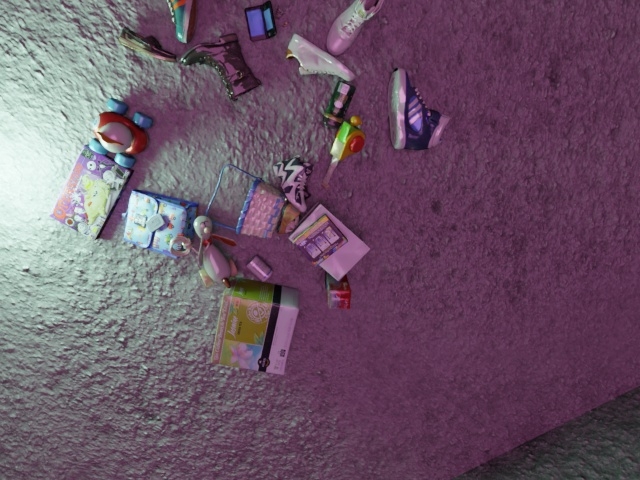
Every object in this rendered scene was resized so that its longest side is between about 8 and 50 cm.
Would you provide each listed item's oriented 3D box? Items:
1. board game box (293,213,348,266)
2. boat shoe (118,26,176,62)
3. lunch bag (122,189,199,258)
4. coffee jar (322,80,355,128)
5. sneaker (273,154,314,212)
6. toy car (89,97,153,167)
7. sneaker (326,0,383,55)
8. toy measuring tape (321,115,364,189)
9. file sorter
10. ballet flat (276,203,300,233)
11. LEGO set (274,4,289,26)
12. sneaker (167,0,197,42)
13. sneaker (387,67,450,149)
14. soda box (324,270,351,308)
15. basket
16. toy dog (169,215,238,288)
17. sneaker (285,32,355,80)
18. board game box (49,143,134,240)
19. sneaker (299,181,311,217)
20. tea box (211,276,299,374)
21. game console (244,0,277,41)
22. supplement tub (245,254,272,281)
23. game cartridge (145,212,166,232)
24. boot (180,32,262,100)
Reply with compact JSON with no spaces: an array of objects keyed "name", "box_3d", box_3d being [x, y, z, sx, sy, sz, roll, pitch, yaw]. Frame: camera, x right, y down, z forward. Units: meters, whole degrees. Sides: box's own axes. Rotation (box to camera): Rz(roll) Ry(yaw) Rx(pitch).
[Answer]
[{"name":"board game box","box_3d":[0.000,0.000,1.792,0.170,0.048,0.141,-38,102,9]},{"name":"boat shoe","box_3d":[-0.653,-0.744,1.709,0.224,0.080,0.073,20,109,-4]},{"name":"lunch bag","box_3d":[-0.686,-0.079,1.886,0.293,0.138,0.221,15,104,6]},{"name":"coffee jar","box_3d":[0.071,-0.537,1.798,0.079,0.096,0.184,22,104,-6]},{"name":"sneaker","box_3d":[-0.078,-0.244,1.838,0.153,0.094,0.235,-31,70,13]},{"name":"toy car","box_3d":[-0.789,-0.405,1.714,0.210,0.238,0.219,28,102,-10]},{"name":"sneaker","box_3d":[0.127,-0.831,1.682,0.108,0.169,0.292,35,102,-14]},{"name":"toy measuring tape","box_3d":[0.102,-0.359,1.859,0.121,0.121,0.330,17,121,-8]},{"name":"file sorter","box_3d":[0.034,-0.010,1.904,0.278,0.173,0.193,41,101,-12]},{"name":"ballet flat","box_3d":[-0.132,-0.072,1.860,0.073,0.232,0.080,25,66,-1]},{"name":"LEGO set","box_3d":[-0.150,-0.868,1.730,0.083,0.023,0.054,40,100,-13]},{"name":"sneaker","box_3d":[-0.526,-0.892,1.666,0.121,0.108,0.302,5,97,-4]},{"name":"sneaker","box_3d":[0.405,-0.528,1.815,0.236,0.130,0.322,-6,102,-11]},{"name":"soda box","box_3d":[0.071,0.200,1.918,0.092,0.263,0.083,2,107,-3]},{"name":"basket","box_3d":[-0.300,-0.142,1.834,0.289,0.201,0.254,23,105,-9]},{"name":"toy dog","box_3d":[-0.435,0.076,1.846,0.220,0.161,0.333,-43,135,-10]},{"name":"sneaker","box_3d":[-0.003,-0.676,1.749,0.290,0.106,0.123,34,108,6]},{"name":"board game box","box_3d":[-0.949,-0.195,1.865,0.208,0.056,0.347,31,102,-7]},{"name":"sneaker","box_3d":[-0.080,-0.181,1.910,0.089,0.051,0.170,-11,94,0]},{"name":"tea box","box_3d":[-0.281,0.369,1.969,0.324,0.220,0.329,11,105,-5]},{"name":"game console","box_3d":[-0.228,-0.835,1.713,0.071,0.107,0.122,-20,109,-27]},{"name":"supplement tub","box_3d":[-0.269,0.123,1.979,0.071,0.071,0.107,-41,104,8]},{"name":"game cartridge","box_3d":[-0.666,-0.073,1.816,0.083,0.017,0.056,-28,92,19]},{"name":"boot","box_3d":[-0.384,-0.652,1.744,0.263,0.091,0.229,-21,105,1]}]
